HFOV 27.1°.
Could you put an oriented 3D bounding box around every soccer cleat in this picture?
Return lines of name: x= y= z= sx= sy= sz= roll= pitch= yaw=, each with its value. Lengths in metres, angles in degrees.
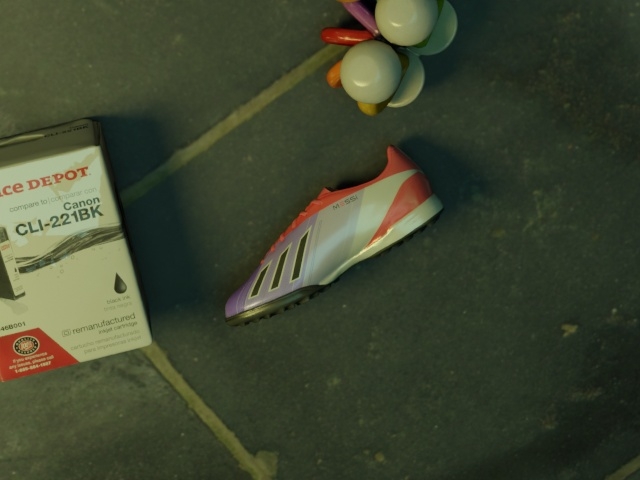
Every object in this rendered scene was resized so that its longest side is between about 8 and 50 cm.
soccer cleat: x=0.000 y=0.000 z=1.711 sx=0.318 sy=0.108 sz=0.116 roll=-31 pitch=91 yaw=4

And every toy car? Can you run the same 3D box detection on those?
toy car: x=0.073 y=-0.251 z=1.610 sx=0.136 sy=0.159 sz=0.182 roll=35 pitch=103 yaw=16

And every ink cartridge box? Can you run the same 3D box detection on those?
ink cartridge box: x=-0.333 y=0.011 z=1.626 sx=0.197 sy=0.114 sz=0.273 roll=-14 pitch=112 yaw=-6

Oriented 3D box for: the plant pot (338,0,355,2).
plant pot: x=0.009 y=-0.380 z=1.515 sx=0.205 sy=0.205 sz=0.188 roll=-41 pitch=129 yaw=6
